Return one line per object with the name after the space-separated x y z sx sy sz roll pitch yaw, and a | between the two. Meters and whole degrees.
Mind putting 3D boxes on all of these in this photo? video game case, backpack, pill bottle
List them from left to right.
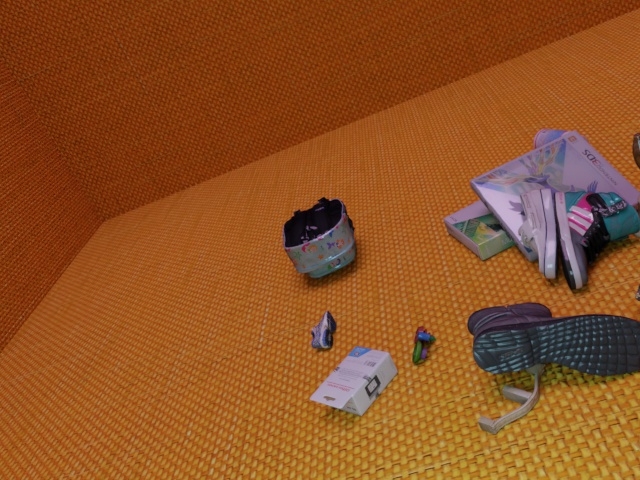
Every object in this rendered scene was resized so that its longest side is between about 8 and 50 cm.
0.000 0.000 2.038 0.225 0.191 0.253 -25 16 8 | backpack
0.610 -0.125 1.735 0.329 0.036 0.299 -26 51 -2 | video game case
0.747 -0.298 2.059 0.087 0.087 0.160 -33 24 -16 | pill bottle

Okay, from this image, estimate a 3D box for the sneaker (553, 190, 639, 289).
0.644 -0.012 1.532 0.179 0.123 0.295 -7 43 20 | sneaker

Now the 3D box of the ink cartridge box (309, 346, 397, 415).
0.074 0.319 1.462 0.104 0.060 0.180 3 36 47 | ink cartridge box

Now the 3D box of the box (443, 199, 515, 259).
0.532 -0.076 1.842 0.322 0.058 0.232 -28 24 -3 | box

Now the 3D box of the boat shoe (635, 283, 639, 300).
0.696 0.136 1.199 0.109 0.091 0.305 13 19 -21 | boat shoe

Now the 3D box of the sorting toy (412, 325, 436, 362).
0.237 0.235 1.503 0.042 0.061 0.102 14 39 3 | sorting toy

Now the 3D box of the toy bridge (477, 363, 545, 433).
0.377 0.295 1.257 0.188 0.026 0.063 -39 30 -29 | toy bridge

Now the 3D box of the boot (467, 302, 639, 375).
0.464 0.173 1.316 0.339 0.118 0.223 0 11 13 | boot

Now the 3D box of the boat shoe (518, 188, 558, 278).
0.523 -0.019 1.601 0.088 0.096 0.267 -6 53 19 | boat shoe

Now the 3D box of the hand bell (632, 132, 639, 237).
0.754 -0.137 1.520 0.126 0.241 0.126 -21 23 9 | hand bell

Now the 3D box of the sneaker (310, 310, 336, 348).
0.002 0.232 1.729 0.058 0.052 0.135 -21 23 20 | sneaker
